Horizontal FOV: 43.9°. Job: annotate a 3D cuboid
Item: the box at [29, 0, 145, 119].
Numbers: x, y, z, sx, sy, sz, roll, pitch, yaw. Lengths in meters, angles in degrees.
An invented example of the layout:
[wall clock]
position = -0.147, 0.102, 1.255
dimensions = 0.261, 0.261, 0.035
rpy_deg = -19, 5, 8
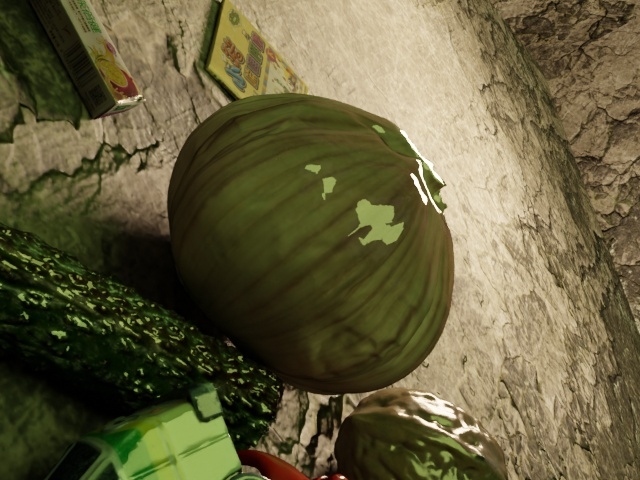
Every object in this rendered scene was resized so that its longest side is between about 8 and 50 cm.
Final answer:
[box]
position = -0.246, -0.219, 0.776
dimensions = 0.207, 0.041, 0.050
rpy_deg = 61, 30, -4

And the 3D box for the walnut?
[walnut]
position = 0.107, 0.253, 0.863
dimensions = 0.230, 0.178, 0.178
rpy_deg = 42, 34, -25

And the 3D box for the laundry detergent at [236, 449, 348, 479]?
[laundry detergent]
position = -0.046, 0.208, 0.620
dimensions = 0.049, 0.165, 0.097
rpy_deg = 15, 55, -54

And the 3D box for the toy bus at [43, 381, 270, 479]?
[toy bus]
position = -0.097, 0.248, 0.505
dimensions = 0.164, 0.133, 0.276
rpy_deg = -19, 82, -37

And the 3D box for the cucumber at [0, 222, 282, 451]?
[cucumber]
position = -0.180, 0.066, 0.601
dimensions = 0.359, 0.096, 0.096
rpy_deg = 38, 36, -36

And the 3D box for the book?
[book]
position = -0.081, -0.222, 1.099
dimensions = 0.192, 0.013, 0.168
rpy_deg = 43, 34, -34

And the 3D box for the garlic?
[garlic]
position = 0.000, 0.000, 0.770
dimensions = 0.317, 0.259, 0.317
rpy_deg = 48, 14, -16
